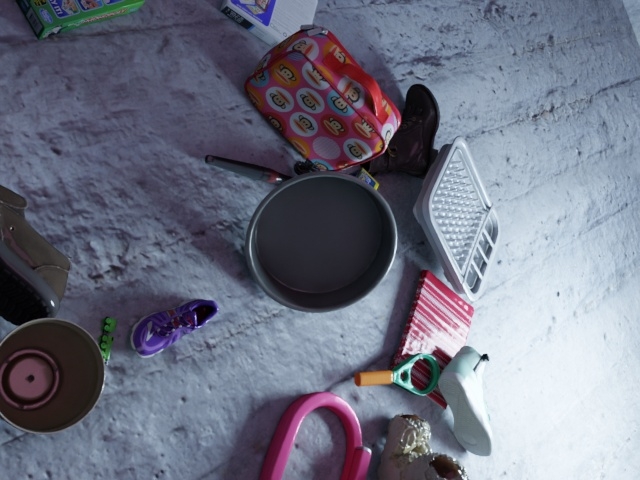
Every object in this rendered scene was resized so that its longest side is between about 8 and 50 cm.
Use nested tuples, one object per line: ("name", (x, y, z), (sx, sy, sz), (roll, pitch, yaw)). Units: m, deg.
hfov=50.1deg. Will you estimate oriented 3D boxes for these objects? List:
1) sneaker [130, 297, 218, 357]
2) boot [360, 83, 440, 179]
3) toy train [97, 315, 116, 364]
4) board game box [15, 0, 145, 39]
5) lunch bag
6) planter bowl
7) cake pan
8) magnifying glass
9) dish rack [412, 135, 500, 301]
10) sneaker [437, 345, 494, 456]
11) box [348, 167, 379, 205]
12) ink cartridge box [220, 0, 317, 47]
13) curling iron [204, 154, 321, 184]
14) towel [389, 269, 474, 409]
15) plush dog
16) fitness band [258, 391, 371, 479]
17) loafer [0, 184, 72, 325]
("sneaker", (-0.249, 0.141, 1.180), (0.170, 0.071, 0.068), (-32, 98, -39))
("boot", (0.176, -0.265, 1.620), (0.229, 0.091, 0.263), (5, 77, -38))
("toy train", (-0.352, 0.167, 1.126), (0.023, 0.017, 0.083), (25, 63, -43))
("board game box", (-0.478, -0.531, 1.200), (0.213, 0.046, 0.317), (-35, 100, -38))
("lunch bag", (0.014, -0.282, 1.385), (0.293, 0.258, 0.120), (45, 57, -22))
("planter bowl", (-0.414, 0.201, 1.006), (0.162, 0.109, 0.162), (12, 70, -35))
("cake pan", (0.000, 0.000, 1.325), (0.293, 0.054, 0.293), (-3, 112, -8))
("magnifying glass", (0.169, 0.291, 1.469), (0.231, 0.026, 0.092), (4, 85, -34))
("dish rack", (0.325, -0.050, 1.640), (0.333, 0.072, 0.285), (59, 45, -33))
("sneaker", (0.361, 0.366, 1.577), (0.151, 0.094, 0.256), (-45, 121, -44))
("box", (0.039, -0.088, 1.409), (0.054, 0.169, 0.059), (42, 54, -21))
("ink cartridge box", (-0.103, -0.530, 1.499), (0.206, 0.045, 0.208), (28, 63, -30))
("curling iron", (-0.111, -0.144, 1.395), (0.274, 0.035, 0.068), (3, 61, -35))
("towel", (0.265, 0.226, 1.595), (0.199, 0.031, 0.275), (38, 59, -27))
("plush dog", (0.231, 0.510, 1.392), (0.225, 0.262, 0.211), (29, 94, -19))
("fitness band", (-0.008, 0.434, 1.304), (0.209, 0.054, 0.291), (37, 57, -25))
("loafer", (-0.511, -0.033, 1.001), (0.366, 0.134, 0.130), (56, 27, -24))
